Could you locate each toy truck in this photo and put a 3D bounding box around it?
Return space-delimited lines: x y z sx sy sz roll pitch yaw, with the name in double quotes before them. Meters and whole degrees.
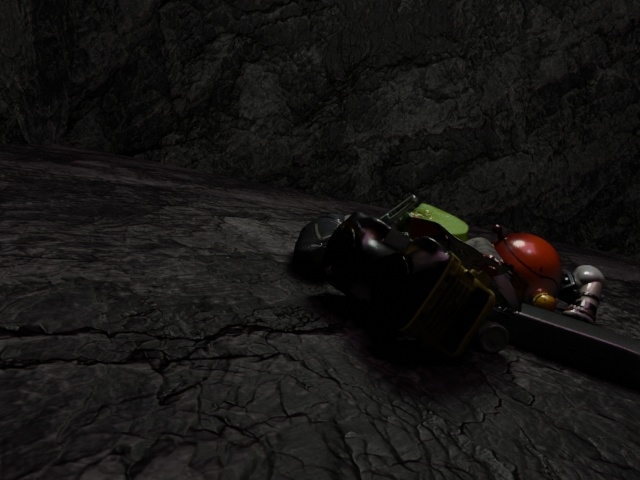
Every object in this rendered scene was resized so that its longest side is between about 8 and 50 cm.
"toy truck" 0.164 0.084 1.016 0.253 0.181 0.405 32 0 -24

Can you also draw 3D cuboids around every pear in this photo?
"pear" 0.401 -0.003 1.788 0.292 0.160 0.292 8 23 -3

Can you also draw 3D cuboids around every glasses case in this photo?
"glasses case" 0.391 0.064 1.240 0.114 0.060 0.299 -32 8 16
"glasses case" 0.508 0.203 1.053 0.323 0.074 0.131 18 13 30

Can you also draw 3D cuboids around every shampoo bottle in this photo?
"shampoo bottle" 0.319 0.167 1.063 0.065 0.065 0.204 10 10 -10

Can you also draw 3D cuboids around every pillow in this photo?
"pillow" 0.000 0.000 1.374 0.093 0.161 0.335 54 11 -9

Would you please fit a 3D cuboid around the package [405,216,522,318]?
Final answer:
"package" 0.295 0.054 1.044 0.071 0.194 0.269 -25 27 -20

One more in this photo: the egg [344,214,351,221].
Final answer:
"egg" 0.113 -0.041 1.845 0.103 0.103 0.135 9 15 -14

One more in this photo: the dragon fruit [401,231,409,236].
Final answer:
"dragon fruit" 0.238 0.047 1.414 0.268 0.130 0.295 18 11 12

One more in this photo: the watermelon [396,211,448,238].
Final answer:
"watermelon" 0.327 0.031 1.596 0.231 0.146 0.128 43 22 14

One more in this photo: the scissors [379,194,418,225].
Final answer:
"scissors" 0.215 -0.060 1.714 0.138 0.289 0.041 -5 60 -59

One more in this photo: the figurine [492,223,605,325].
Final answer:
"figurine" 0.596 0.095 1.392 0.322 0.196 0.320 23 18 8
